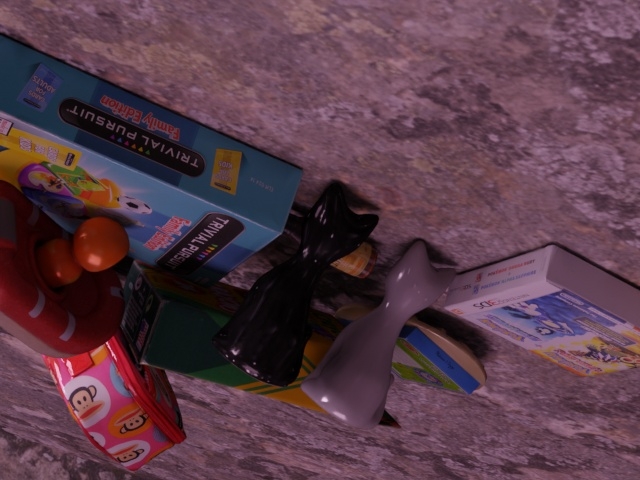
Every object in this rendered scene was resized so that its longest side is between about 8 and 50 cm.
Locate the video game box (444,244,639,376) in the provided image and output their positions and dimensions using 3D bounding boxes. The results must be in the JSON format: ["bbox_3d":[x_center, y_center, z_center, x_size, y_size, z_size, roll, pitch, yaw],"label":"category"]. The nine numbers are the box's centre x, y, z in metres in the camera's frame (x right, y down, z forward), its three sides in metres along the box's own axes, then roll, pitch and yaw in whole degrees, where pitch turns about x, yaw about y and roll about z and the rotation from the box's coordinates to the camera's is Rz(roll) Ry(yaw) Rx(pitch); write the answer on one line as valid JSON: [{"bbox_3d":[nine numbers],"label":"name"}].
[{"bbox_3d":[0.266,0.080,1.454,0.205,0.048,0.187,26,160,-21],"label":"video game box"}]

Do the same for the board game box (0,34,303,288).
[{"bbox_3d":[-0.221,-0.071,1.420,0.336,0.079,0.254,24,158,-14],"label":"board game box"}]

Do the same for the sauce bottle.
[{"bbox_3d":[0.000,0.000,1.470,0.128,0.042,0.042,24,158,-18],"label":"sauce bottle"}]

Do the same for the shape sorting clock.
[{"bbox_3d":[0.113,0.133,1.706,0.206,0.040,0.206,27,162,9],"label":"shape sorting clock"}]

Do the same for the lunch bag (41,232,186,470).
[{"bbox_3d":[-0.291,0.127,1.706,0.120,0.293,0.258,-30,148,-2],"label":"lunch bag"}]

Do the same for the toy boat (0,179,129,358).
[{"bbox_3d":[-0.269,0.022,1.427,0.151,0.151,0.231,-20,147,14],"label":"toy boat"}]

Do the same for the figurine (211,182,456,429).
[{"bbox_3d":[0.027,0.070,1.426,0.215,0.209,0.092,32,-178,-36],"label":"figurine"}]

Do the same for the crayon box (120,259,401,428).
[{"bbox_3d":[-0.066,0.120,1.585,0.319,0.081,0.202,18,-173,-20],"label":"crayon box"}]
